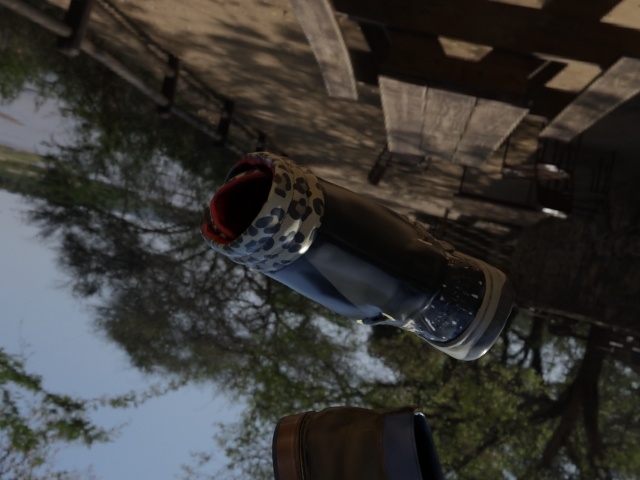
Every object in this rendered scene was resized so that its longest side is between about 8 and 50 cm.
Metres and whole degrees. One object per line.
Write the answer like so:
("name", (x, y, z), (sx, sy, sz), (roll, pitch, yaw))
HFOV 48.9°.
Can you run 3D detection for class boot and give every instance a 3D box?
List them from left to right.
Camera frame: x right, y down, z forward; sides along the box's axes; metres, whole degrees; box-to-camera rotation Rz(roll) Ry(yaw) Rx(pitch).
("boot", (0.001, -0.001, 0.494), (0.179, 0.085, 0.236), (26, 178, -24))
("boot", (0.042, 0.217, 0.474), (0.106, 0.219, 0.082), (-21, 169, 23))
